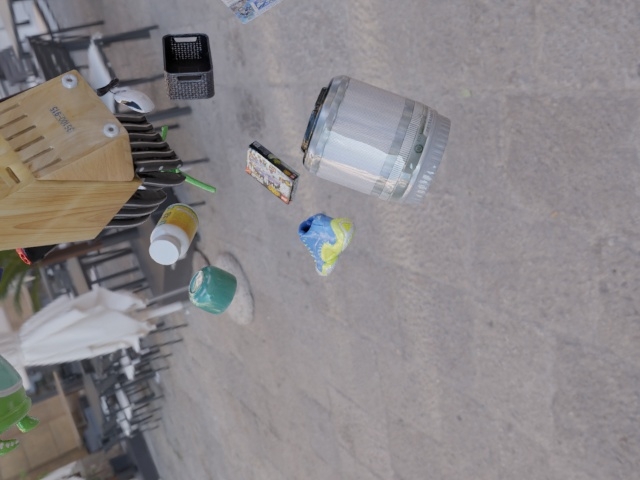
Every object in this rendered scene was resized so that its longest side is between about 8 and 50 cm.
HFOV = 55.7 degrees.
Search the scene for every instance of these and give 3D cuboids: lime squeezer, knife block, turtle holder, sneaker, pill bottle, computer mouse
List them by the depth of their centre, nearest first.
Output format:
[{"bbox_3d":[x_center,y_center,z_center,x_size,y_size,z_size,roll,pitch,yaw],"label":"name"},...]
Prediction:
[{"bbox_3d":[-0.272,-0.048,0.631,0.088,0.276,0.242,49,154,11],"label":"knife block"},{"bbox_3d":[-0.708,0.317,1.124,0.243,0.320,0.227,-19,95,23],"label":"turtle holder"},{"bbox_3d":[0.000,0.000,1.510,0.126,0.091,0.240,25,145,-2],"label":"sneaker"},{"bbox_3d":[-0.412,-0.216,1.687,0.310,0.110,0.058,48,122,31],"label":"lime squeezer"},{"bbox_3d":[-0.448,-0.018,1.844,0.208,0.118,0.117,-83,-8,-58],"label":"pill bottle"},{"bbox_3d":[-0.600,-0.454,1.886,0.193,0.106,0.042,24,129,14],"label":"computer mouse"}]

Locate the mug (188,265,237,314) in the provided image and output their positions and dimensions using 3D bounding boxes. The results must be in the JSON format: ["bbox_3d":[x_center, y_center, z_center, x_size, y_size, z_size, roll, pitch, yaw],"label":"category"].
[{"bbox_3d":[-0.325,0.138,1.748,0.158,0.097,0.129,-6,61,51],"label":"mug"}]

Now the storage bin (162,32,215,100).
[{"bbox_3d":[-0.344,-0.454,1.578,0.084,0.122,0.180,98,163,-50],"label":"storage bin"}]

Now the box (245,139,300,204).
[{"bbox_3d":[-0.111,-0.154,1.384,0.137,0.027,0.094,38,149,14],"label":"box"}]

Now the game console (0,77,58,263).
[{"bbox_3d":[-0.630,-0.176,1.402,0.386,0.060,0.341,-66,-38,-61],"label":"game console"}]

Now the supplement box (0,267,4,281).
[{"bbox_3d":[-1.109,0.138,1.674,0.195,0.357,0.194,-45,38,23],"label":"supplement box"}]

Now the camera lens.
[{"bbox_3d":[0.109,-0.211,1.285,0.274,0.219,0.219,19,142,-1],"label":"camera lens"}]

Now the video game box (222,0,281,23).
[{"bbox_3d":[-0.119,-0.566,1.301,0.048,0.205,0.187,63,-169,9],"label":"video game box"}]
